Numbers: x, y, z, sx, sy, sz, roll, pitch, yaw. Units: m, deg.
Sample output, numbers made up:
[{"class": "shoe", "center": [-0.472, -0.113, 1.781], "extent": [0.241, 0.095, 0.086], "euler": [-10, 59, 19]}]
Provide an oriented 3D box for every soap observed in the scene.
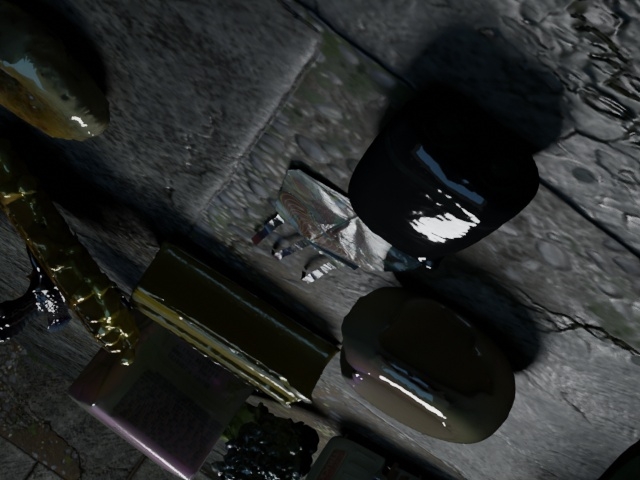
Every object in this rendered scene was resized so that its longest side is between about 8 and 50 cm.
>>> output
[{"class": "soap", "center": [-0.222, 0.209, 1.513], "extent": [0.199, 0.182, 0.138], "euler": [44, 159, -26]}, {"class": "soap", "center": [-0.100, 0.096, 1.199], "extent": [0.233, 0.076, 0.135], "euler": [35, 163, -5]}]

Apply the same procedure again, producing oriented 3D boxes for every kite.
[{"class": "kite", "center": [-0.002, 0.002, 0.901], "extent": [0.127, 0.016, 0.229], "euler": [39, 160, -6]}]

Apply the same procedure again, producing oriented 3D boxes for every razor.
[{"class": "razor", "center": [0.065, -0.031, 0.643], "extent": [0.090, 0.054, 0.148], "euler": [39, 161, -2]}]

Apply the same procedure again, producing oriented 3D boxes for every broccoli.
[{"class": "broccoli", "center": [-0.116, 0.298, 1.622], "extent": [0.146, 0.164, 0.304], "euler": [14, -171, -21]}]

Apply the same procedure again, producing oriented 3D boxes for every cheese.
[{"class": "cheese", "center": [0.081, 0.127, 0.968], "extent": [0.163, 0.082, 0.286], "euler": [34, 162, 3]}]

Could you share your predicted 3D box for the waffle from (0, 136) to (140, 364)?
[{"class": "waffle", "center": [-0.307, 0.005, 1.227], "extent": [0.300, 0.058, 0.281], "euler": [59, 165, -23]}]

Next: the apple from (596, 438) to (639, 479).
[{"class": "apple", "center": [0.292, 0.230, 0.521], "extent": [0.384, 0.374, 0.374], "euler": [-28, 123, 30]}]

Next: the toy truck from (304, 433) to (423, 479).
[{"class": "toy truck", "center": [0.116, 0.392, 1.488], "extent": [0.305, 0.136, 0.162], "euler": [25, 153, 16]}]

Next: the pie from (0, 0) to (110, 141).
[{"class": "pie", "center": [-0.262, -0.151, 0.898], "extent": [0.218, 0.052, 0.185], "euler": [27, 166, 26]}]

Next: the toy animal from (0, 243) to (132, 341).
[{"class": "toy animal", "center": [-0.437, 0.076, 1.645], "extent": [0.160, 0.273, 0.197], "euler": [-157, 52, -80]}]
